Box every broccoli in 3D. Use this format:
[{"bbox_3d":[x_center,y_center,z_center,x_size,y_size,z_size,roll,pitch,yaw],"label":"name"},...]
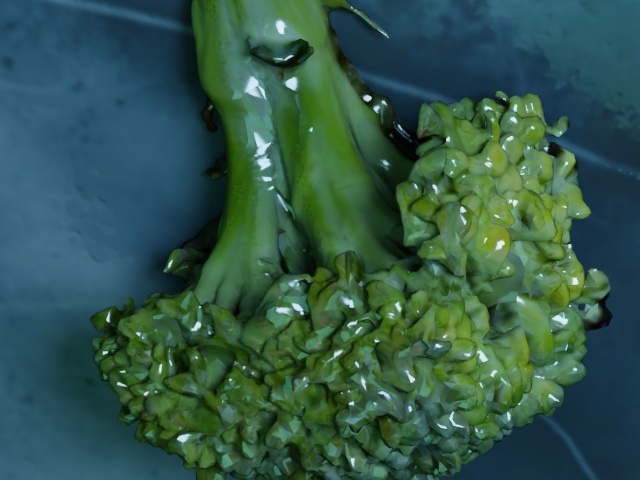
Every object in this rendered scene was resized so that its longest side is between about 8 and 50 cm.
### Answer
[{"bbox_3d":[0.002,0.015,0.854,0.242,0.180,0.273,-17,109,16],"label":"broccoli"}]
